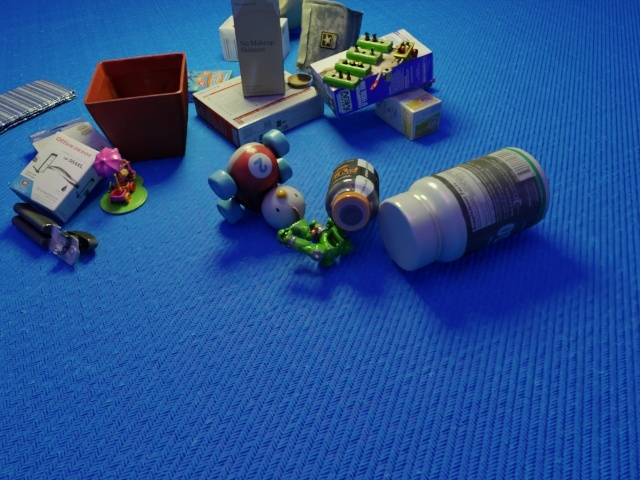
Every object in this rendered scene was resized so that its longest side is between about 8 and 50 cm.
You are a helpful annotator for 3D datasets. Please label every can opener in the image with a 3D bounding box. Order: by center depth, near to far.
[{"bbox_3d":[-0.691,-0.019,1.318,0.280,0.074,0.093,25,16,24],"label":"can opener"}]

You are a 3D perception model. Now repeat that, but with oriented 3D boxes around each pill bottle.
[{"bbox_3d":[0.329,-0.072,1.196,0.360,0.204,0.204,-21,46,-17],"label":"pill bottle"},{"bbox_3d":[0.080,-0.108,1.253,0.130,0.131,0.246,1,24,5],"label":"pill bottle"}]

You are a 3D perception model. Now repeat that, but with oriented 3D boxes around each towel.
[{"bbox_3d":[-1.088,-0.489,1.852,0.243,0.040,0.336,24,48,28],"label":"towel"}]

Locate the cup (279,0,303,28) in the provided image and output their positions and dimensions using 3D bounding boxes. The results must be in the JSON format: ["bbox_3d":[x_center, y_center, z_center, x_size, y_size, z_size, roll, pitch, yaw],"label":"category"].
[{"bbox_3d":[-0.187,-1.016,2.079,0.330,0.332,0.237,3,26,7],"label":"cup"}]

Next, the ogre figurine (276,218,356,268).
[{"bbox_3d":[0.000,0.000,1.215,0.118,0.097,0.197,41,15,30],"label":"ogre figurine"}]

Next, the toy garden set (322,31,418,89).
[{"bbox_3d":[0.152,-0.532,1.509,0.203,0.049,0.244,22,59,26],"label":"toy garden set"}]

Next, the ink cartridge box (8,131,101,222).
[{"bbox_3d":[-0.704,-0.174,1.391,0.148,0.086,0.203,26,69,6],"label":"ink cartridge box"}]

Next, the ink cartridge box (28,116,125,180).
[{"bbox_3d":[-0.754,-0.270,1.575,0.185,0.065,0.311,-32,53,-25],"label":"ink cartridge box"}]

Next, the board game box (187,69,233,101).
[{"bbox_3d":[-0.436,-0.566,1.873,0.210,0.047,0.160,1,44,3],"label":"board game box"}]

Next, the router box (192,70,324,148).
[{"bbox_3d":[-0.208,-0.460,1.722,0.335,0.082,0.301,-29,49,-24],"label":"router box"}]

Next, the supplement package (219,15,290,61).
[{"bbox_3d":[-0.259,-0.802,2.044,0.243,0.134,0.139,7,44,11],"label":"supplement package"}]

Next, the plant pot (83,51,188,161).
[{"bbox_3d":[-0.526,-0.394,1.564,0.266,0.236,0.268,-8,45,-4],"label":"plant pot"}]

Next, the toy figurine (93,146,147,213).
[{"bbox_3d":[-0.556,-0.188,1.407,0.129,0.159,0.173,0,43,3],"label":"toy figurine"}]

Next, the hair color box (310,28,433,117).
[{"bbox_3d":[0.160,-0.529,1.608,0.338,0.110,0.185,-25,49,-7],"label":"hair color box"}]

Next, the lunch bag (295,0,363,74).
[{"bbox_3d":[0.020,-0.697,1.777,0.168,0.236,0.287,18,23,22],"label":"lunch bag"}]

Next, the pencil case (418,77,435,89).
[{"bbox_3d":[0.326,-0.534,1.777,0.151,0.065,0.070,-37,37,-29],"label":"pencil case"}]

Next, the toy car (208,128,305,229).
[{"bbox_3d":[-0.115,-0.113,1.287,0.238,0.210,0.219,40,68,21],"label":"toy car"}]

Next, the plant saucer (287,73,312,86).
[{"bbox_3d":[-0.070,-0.537,1.723,0.083,0.015,0.084,-1,42,1],"label":"plant saucer"}]

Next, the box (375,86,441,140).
[{"bbox_3d":[0.277,-0.423,1.637,0.114,0.103,0.203,-24,47,-19],"label":"box"}]

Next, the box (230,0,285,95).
[{"bbox_3d":[-0.191,-0.625,1.606,0.147,0.311,0.121,-5,44,-2],"label":"box"}]
